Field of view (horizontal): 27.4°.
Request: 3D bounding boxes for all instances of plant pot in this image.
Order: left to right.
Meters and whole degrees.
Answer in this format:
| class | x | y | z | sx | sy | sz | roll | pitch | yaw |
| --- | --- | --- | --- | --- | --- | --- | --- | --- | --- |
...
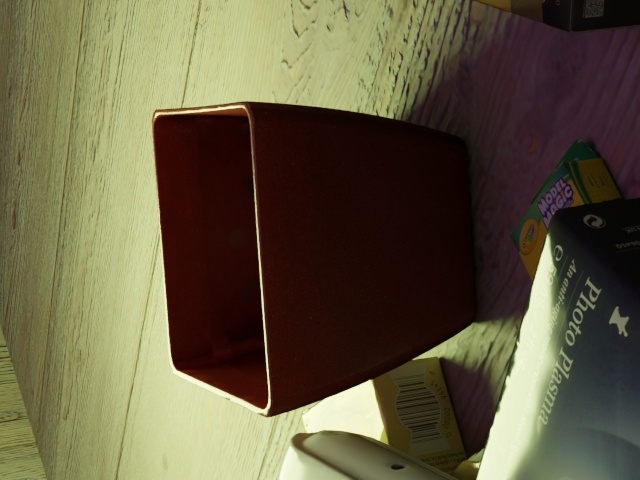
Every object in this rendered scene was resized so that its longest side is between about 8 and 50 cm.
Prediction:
| class | x | y | z | sx | sy | sz | roll | pitch | yaw |
| --- | --- | --- | --- | --- | --- | --- | --- | --- | --- |
| plant pot | 0.000 | 0.000 | 1.250 | 0.267 | 0.236 | 0.267 | -171 | 77 | -65 |

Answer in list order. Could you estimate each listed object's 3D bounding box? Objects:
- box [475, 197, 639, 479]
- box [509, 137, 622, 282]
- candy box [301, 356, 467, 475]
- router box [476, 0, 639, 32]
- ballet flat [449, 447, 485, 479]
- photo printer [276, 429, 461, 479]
| class | x | y | z | sx | sy | sz | roll | pitch | yaw |
| --- | --- | --- | --- | --- | --- | --- | --- | --- | --- |
| box | 0.253 | 0.167 | 0.809 | 0.294 | 0.183 | 0.296 | 52 | 141 | 47 |
| box | 0.209 | 0.018 | 1.031 | 0.105 | 0.043 | 0.179 | 117 | 141 | -50 |
| candy box | 0.085 | 0.295 | 1.313 | 0.183 | 0.087 | 0.316 | -45 | 55 | 57 |
| router box | 0.160 | -0.331 | 0.985 | 0.243 | 0.081 | 0.309 | -143 | 48 | -59 |
| ballet flat | 0.177 | 0.204 | 1.136 | 0.232 | 0.080 | 0.073 | -22 | 48 | 62 |
| photo printer | 0.055 | 0.315 | 1.168 | 0.307 | 0.107 | 0.256 | 14 | 105 | 57 |
